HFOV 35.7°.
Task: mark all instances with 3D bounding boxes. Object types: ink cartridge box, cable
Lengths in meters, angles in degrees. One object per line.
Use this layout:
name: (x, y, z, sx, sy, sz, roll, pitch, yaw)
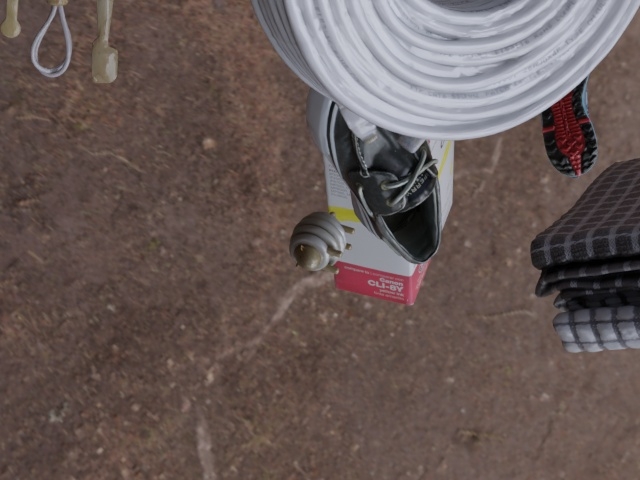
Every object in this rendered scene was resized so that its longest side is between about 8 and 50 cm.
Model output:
ink cartridge box: (0.130, -0.115, 1.766, 0.384, 0.161, 0.279, 83, 27, -50)
cable: (0.079, -0.185, 0.580, 0.257, 0.089, 0.257, -41, 125, 7)

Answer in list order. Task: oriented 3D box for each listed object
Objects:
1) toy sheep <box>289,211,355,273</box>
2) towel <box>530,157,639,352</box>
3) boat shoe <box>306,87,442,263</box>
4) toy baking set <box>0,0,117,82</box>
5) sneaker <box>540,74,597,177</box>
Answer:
toy sheep: (0.000, 0.000, 1.478, 0.132, 0.091, 0.091, -58, 143, -52)
towel: (0.326, -0.013, 0.814, 0.284, 0.235, 0.121, -28, 105, -51)
boat shoe: (0.085, -0.087, 1.114, 0.121, 0.119, 0.335, -42, 149, -7)
toy baking set: (-0.329, -0.306, 1.185, 0.256, 0.030, 0.196, 28, 105, -28)
sneaker: (0.401, -0.232, 1.668, 0.125, 0.104, 0.261, 11, 76, -80)
